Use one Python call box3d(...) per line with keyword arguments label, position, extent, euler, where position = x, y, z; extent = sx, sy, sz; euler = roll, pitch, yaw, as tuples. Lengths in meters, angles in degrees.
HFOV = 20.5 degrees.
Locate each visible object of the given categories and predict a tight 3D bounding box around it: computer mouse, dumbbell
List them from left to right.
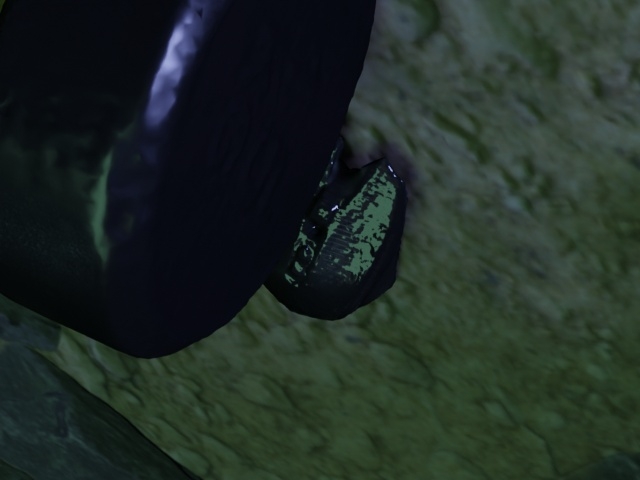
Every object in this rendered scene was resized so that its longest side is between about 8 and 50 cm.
box3d(label="dumbbell", position=(-0.159, -0.103, 0.703), extent=(0.322, 0.204, 0.204), euler=(22, 145, 16))
box3d(label="computer mouse", position=(0.000, 0.000, 0.843), extent=(0.079, 0.047, 0.135), euler=(29, 144, 5))
